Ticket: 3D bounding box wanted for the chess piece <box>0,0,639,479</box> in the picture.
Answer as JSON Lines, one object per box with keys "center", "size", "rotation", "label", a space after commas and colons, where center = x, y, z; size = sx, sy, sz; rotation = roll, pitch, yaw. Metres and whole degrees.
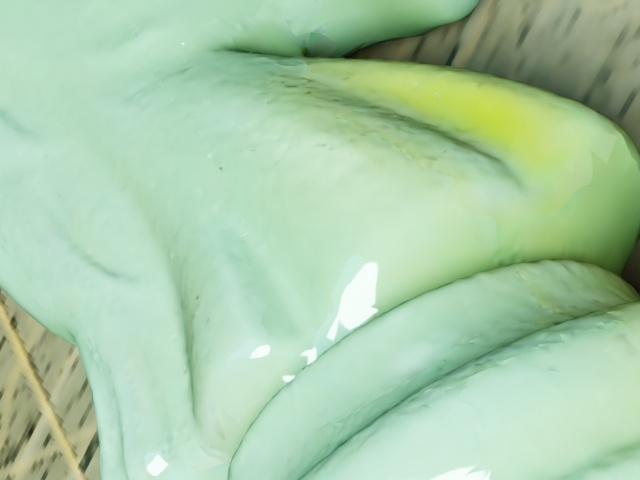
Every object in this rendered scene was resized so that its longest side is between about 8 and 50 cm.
{"center": [0.000, 0.000, 0.450], "size": [0.176, 0.176, 0.298], "rotation": [-50, 54, 23], "label": "chess piece"}
